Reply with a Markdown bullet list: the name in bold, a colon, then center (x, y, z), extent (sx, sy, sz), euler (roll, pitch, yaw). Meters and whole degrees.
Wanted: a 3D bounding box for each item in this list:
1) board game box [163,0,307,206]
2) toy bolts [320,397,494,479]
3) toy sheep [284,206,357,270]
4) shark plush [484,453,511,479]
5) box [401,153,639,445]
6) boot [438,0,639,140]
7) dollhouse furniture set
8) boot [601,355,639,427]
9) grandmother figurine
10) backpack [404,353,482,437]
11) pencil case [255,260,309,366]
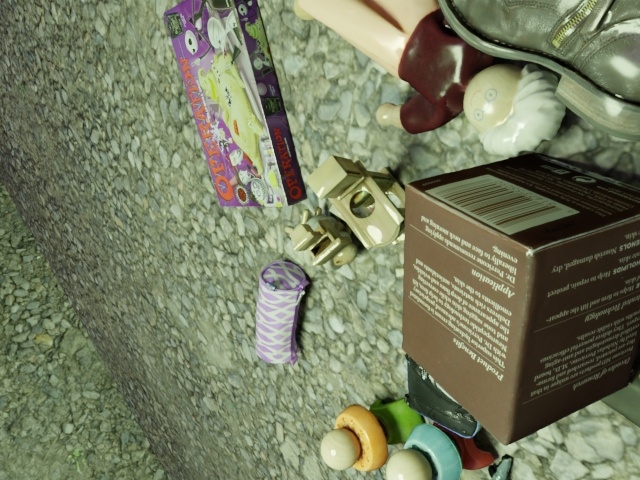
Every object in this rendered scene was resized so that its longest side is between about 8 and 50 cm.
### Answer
- **board game box**: center (-0.143, -0.224, 0.913), extent (0.208, 0.056, 0.346), euler (5, 115, 53)
- **toy bolts**: center (0.123, 0.337, 0.806), extent (0.228, 0.159, 0.218), euler (-32, 77, 52)
- **toy sheep**: center (0.000, 0.000, 0.840), extent (0.132, 0.091, 0.091), euler (25, 128, 34)
- **shark plush**: center (0.262, 0.376, 0.796), extent (0.067, 0.073, 0.161), euler (7, 96, 27)
- **box**: center (0.193, 0.044, 0.539), extent (0.168, 0.167, 0.203), euler (41, 140, 53)
- **boot**: center (0.198, -0.219, 0.374), extent (0.263, 0.091, 0.229), euler (50, 154, 30)
- **dollhouse furniture set**: center (0.024, -0.006, 0.682), extent (0.161, 0.182, 0.101), euler (-42, 75, 21)
- **boot**: center (0.345, 0.131, 0.521), extent (0.137, 0.077, 0.197), euler (40, 136, 36)
- **grandmother figurine**: center (0.107, -0.202, 0.589), extent (0.342, 0.104, 0.207), euler (45, 148, 27)
- **backpack**: center (0.179, 0.192, 0.737), extent (0.114, 0.084, 0.105), euler (24, 126, 45)
- **pencil case**: center (-0.071, 0.133, 1.005), extent (0.088, 0.086, 0.206), euler (20, 130, 14)
